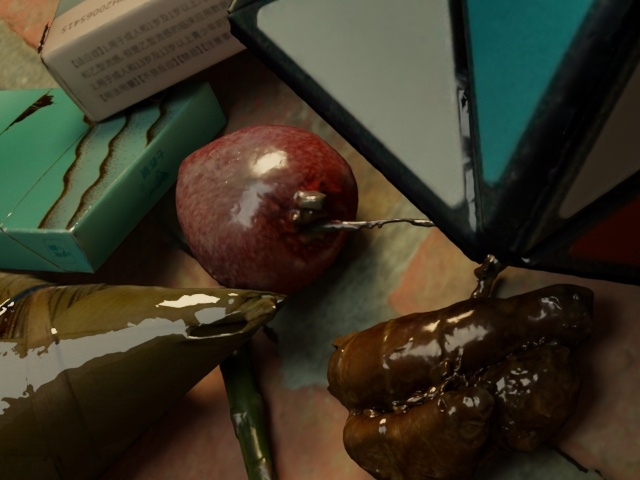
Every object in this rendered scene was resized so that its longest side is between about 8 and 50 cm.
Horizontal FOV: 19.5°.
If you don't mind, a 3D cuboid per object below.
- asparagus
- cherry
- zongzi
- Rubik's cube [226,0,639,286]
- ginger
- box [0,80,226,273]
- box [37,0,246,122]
[{"bbox_3d":[-0.034,0.127,1.089,0.024,0.025,0.248,-6,51,-14],"label":"asparagus"},{"bbox_3d":[0.000,0.000,1.093,0.225,0.090,0.107,29,69,35],"label":"cherry"},{"bbox_3d":[-0.163,0.144,1.121,0.289,0.123,0.260,5,76,34],"label":"zongzi"},{"bbox_3d":[0.141,-0.136,0.903,0.248,0.250,0.246,42,115,41],"label":"Rubik's cube"},{"bbox_3d":[0.073,0.080,0.995,0.162,0.073,0.103,-21,56,26],"label":"ginger"},{"bbox_3d":[-0.194,-0.045,1.251,0.229,0.041,0.162,2,41,39],"label":"box"},{"bbox_3d":[-0.016,-0.221,1.201,0.343,0.065,0.200,-23,36,26],"label":"box"}]
